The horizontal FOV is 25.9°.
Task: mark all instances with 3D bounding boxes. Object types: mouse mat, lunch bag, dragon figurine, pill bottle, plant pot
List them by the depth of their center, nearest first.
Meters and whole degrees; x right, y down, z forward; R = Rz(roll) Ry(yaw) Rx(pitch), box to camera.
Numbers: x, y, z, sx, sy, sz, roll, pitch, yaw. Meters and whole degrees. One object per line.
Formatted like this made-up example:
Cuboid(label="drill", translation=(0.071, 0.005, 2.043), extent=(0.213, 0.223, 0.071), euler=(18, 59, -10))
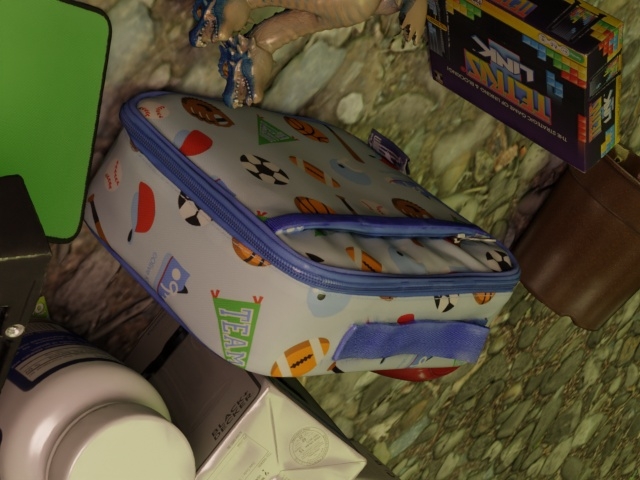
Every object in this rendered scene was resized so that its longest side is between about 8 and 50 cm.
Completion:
Cuboid(label="mouse mat", translation=(-0.197, -0.080, 0.817), extent=(0.189, 0.007, 0.153), euler=(10, 89, -54))
Cuboid(label="pill bottle", translation=(-0.157, 0.122, 0.872), extent=(0.112, 0.186, 0.112), euler=(-8, 106, -31))
Cuboid(label="dragon figurine", translation=(0.020, -0.215, 0.945), extent=(0.289, 0.144, 0.085), euler=(-64, 151, -18))
Cuboid(label="lunch bag", translation=(0.000, 0.000, 0.989), extent=(0.303, 0.243, 0.115), euler=(1, 122, -52))
Cuboid(label="plant pot", translation=(0.293, -0.004, 1.463), extent=(0.165, 0.167, 0.167), euler=(-53, 150, 17))

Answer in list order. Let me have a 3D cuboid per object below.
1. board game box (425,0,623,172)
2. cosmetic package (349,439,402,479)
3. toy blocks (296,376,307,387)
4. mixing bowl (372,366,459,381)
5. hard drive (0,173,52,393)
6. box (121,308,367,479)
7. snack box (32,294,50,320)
Cuboid(label="board game box", translation=(0.159, -0.150, 1.112), extent=(0.048, 0.170, 0.141), euler=(-41, 147, -20))
Cuboid(label="cosmetic package", translation=(-0.022, 0.256, 1.382), extent=(0.117, 0.085, 0.231), euler=(-56, 147, 6))
Cuboid(label="toy blocks", translation=(-0.082, 0.161, 1.180), extent=(0.148, 0.054, 0.123), euler=(-36, 160, -57))
Cuboid(label="mixing bowl", translation=(0.100, 0.067, 1.331), extent=(0.181, 0.098, 0.181), euler=(-34, 146, -28))
Cuboid(label="hard drive", translation=(-0.298, 0.098, 0.749), extent=(0.237, 0.064, 0.339), euler=(-8, 146, -31))
Cuboid(label="box", translation=(-0.088, 0.146, 0.993), extent=(0.087, 0.290, 0.169), euler=(39, 88, -20))
Cuboid(label="snack box", translation=(-0.233, 0.103, 0.987), extent=(0.100, 0.037, 0.141), euler=(-35, 143, -28))
